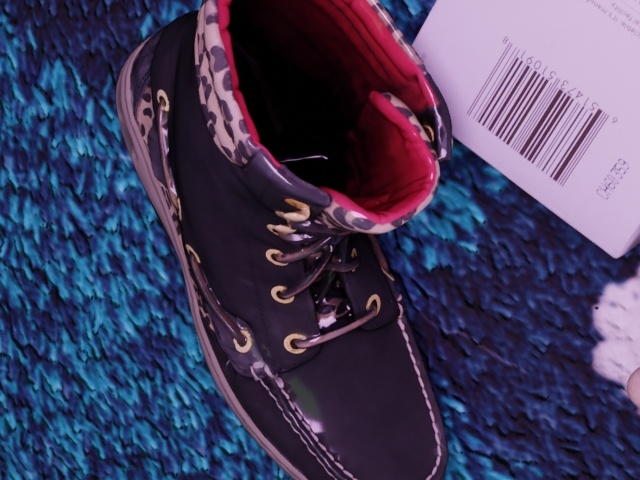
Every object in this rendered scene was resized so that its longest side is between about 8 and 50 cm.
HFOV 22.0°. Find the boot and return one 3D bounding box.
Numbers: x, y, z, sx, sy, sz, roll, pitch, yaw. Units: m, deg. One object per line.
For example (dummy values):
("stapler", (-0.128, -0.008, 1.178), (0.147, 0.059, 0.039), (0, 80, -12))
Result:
("boot", (0.000, 0.000, 1.043), (0.377, 0.138, 0.284), (66, 161, 4))

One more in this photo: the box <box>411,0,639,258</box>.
("box", (0.172, -0.121, 0.981), (0.181, 0.119, 0.182), (38, 121, 15))

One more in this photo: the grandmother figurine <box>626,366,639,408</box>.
("grandmother figurine", (0.288, 0.096, 0.955), (0.208, 0.104, 0.342), (6, 128, 24))
